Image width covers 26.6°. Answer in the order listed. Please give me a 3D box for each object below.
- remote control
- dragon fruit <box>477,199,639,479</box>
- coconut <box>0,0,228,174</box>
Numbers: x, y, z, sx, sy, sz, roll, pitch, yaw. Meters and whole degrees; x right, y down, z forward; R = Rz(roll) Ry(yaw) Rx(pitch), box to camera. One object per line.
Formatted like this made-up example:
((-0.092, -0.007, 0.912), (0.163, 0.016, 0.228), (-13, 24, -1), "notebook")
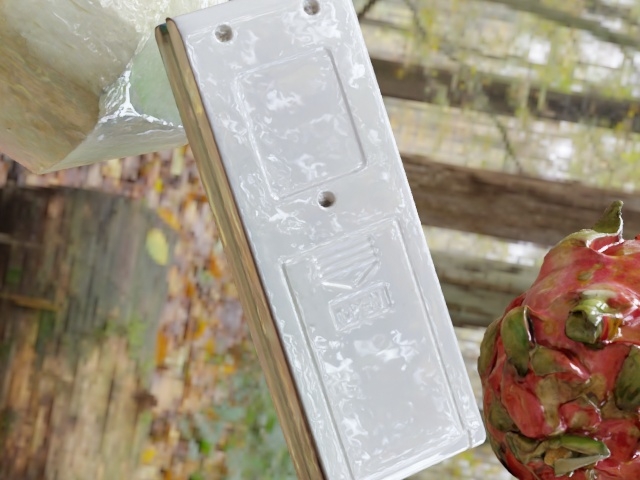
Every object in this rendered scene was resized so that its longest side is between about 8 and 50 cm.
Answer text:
((0.000, 0.000, 0.748), (0.055, 0.102, 0.277), (-2, -73, 67), "remote control")
((0.271, 0.113, 1.125), (0.237, 0.302, 0.231), (46, -57, 41), "dragon fruit")
((-0.178, -0.170, 1.046), (0.259, 0.259, 0.259), (-171, -90, -89), "coconut")
